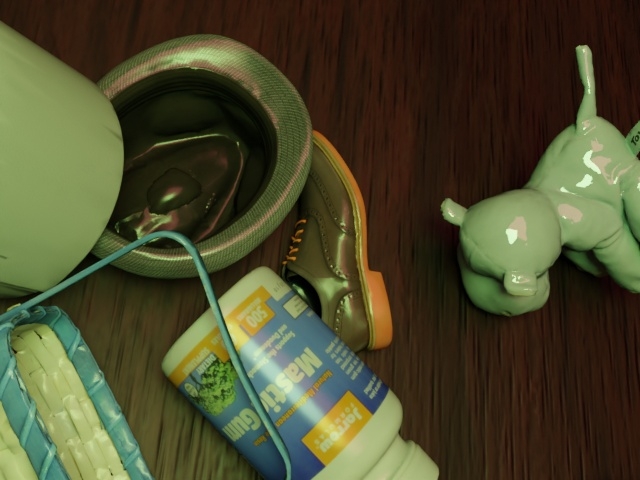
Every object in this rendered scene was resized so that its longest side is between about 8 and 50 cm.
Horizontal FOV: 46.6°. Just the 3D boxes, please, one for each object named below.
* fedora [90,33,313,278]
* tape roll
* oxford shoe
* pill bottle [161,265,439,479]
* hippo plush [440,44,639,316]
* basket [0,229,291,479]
[{"bbox_3d":[-0.148,-0.076,0.814,0.243,0.124,0.275,38,71,2],"label":"fedora"},{"bbox_3d":[-0.327,-0.079,0.670,0.246,0.169,0.246,-6,74,20],"label":"tape roll"},{"bbox_3d":[0.000,0.000,0.853,0.098,0.097,0.271,-12,73,-16],"label":"oxford shoe"},{"bbox_3d":[-0.015,0.170,0.745,0.272,0.152,0.152,45,63,4],"label":"pill bottle"},{"bbox_3d":[0.285,-0.005,0.860,0.236,0.294,0.234,-36,62,-19],"label":"hippo plush"},{"bbox_3d":[-0.198,0.154,0.636,0.288,0.201,0.255,-22,93,2],"label":"basket"}]
